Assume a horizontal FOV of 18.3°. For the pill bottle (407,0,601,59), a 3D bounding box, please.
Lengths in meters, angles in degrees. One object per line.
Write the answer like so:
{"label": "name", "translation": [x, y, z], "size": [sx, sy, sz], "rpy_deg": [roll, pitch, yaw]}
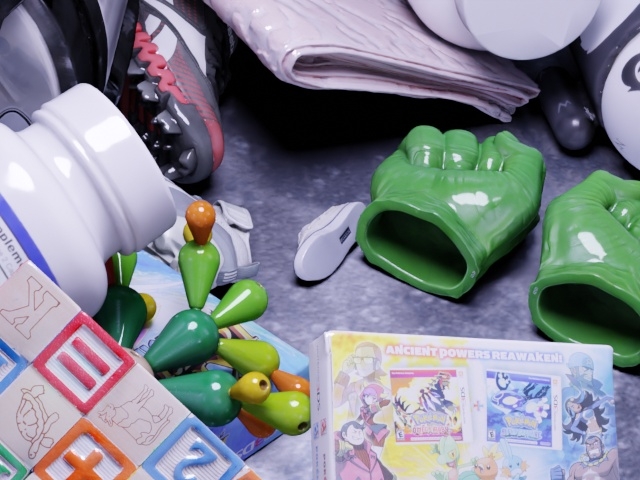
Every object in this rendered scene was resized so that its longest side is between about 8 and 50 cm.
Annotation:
{"label": "pill bottle", "translation": [0.135, -0.286, 1.760], "size": [0.181, 0.181, 0.323], "rpy_deg": [-3, 33, -16]}

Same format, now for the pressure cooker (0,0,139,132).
{"label": "pressure cooker", "translation": [-0.325, -0.193, 1.460], "size": [0.375, 0.370, 0.420], "rpy_deg": [5, 43, 1]}

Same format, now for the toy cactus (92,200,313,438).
{"label": "toy cactus", "translation": [-0.100, 0.072, 1.313], "size": [0.180, 0.112, 0.219], "rpy_deg": [-32, 64, -30]}

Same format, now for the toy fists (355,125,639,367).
{"label": "toy fists", "translation": [0.172, -0.009, 1.568], "size": [0.279, 0.096, 0.142], "rpy_deg": [21, 38, 17]}

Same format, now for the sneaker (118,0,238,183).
{"label": "sneaker", "translation": [-0.119, -0.149, 1.683], "size": [0.135, 0.097, 0.276], "rpy_deg": [-10, 40, -20]}

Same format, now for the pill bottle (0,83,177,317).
{"label": "pill bottle", "translation": [-0.232, 0.018, 1.254], "size": [0.272, 0.152, 0.152], "rpy_deg": [-36, 52, -16]}

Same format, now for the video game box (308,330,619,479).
{"label": "video game box", "translation": [0.094, 0.156, 1.273], "size": [0.205, 0.048, 0.187], "rpy_deg": [5, 76, -20]}

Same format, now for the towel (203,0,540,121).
{"label": "towel", "translation": [-0.008, -0.221, 1.751], "size": [0.317, 0.053, 0.332], "rpy_deg": [7, 30, -45]}

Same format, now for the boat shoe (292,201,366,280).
{"label": "boat shoe", "translation": [0.000, 0.000, 1.574], "size": [0.035, 0.035, 0.100], "rpy_deg": [-1, 32, 34]}

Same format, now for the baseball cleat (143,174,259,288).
{"label": "baseball cleat", "translation": [-0.127, -0.022, 1.557], "size": [0.109, 0.072, 0.206], "rpy_deg": [-4, 38, -43]}

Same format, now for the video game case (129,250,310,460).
{"label": "video game case", "translation": [-0.182, 0.100, 1.378], "size": [0.244, 0.061, 0.269], "rpy_deg": [33, 43, 26]}

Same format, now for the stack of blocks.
{"label": "stack of blocks", "translation": [-0.118, 0.175, 1.144], "size": [0.297, 0.087, 0.171], "rpy_deg": [43, 83, -1]}

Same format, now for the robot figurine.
{"label": "robot figurine", "translation": [0.308, -0.172, 1.741], "size": [0.173, 0.209, 0.278], "rpy_deg": [13, 35, -18]}
